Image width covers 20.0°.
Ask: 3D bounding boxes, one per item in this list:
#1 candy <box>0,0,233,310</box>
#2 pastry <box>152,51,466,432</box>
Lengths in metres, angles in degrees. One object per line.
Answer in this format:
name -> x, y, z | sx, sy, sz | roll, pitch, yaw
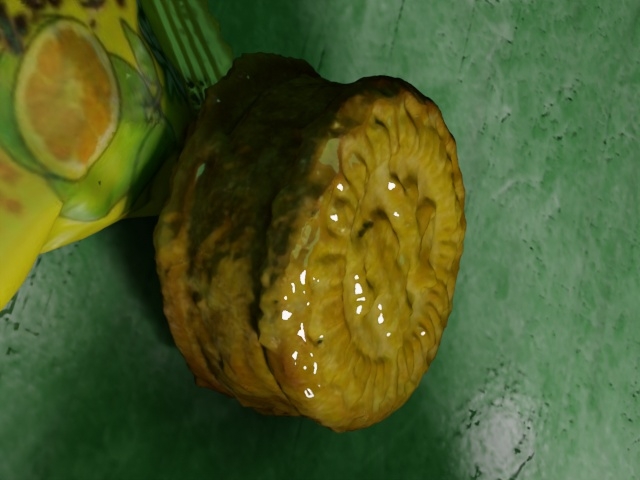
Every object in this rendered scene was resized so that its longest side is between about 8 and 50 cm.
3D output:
candy -> -0.137, -0.070, 0.889 | 0.297, 0.081, 0.187 | -29, 98, -50
pastry -> 0.000, 0.000, 0.934 | 0.188, 0.103, 0.189 | -21, 115, -55
